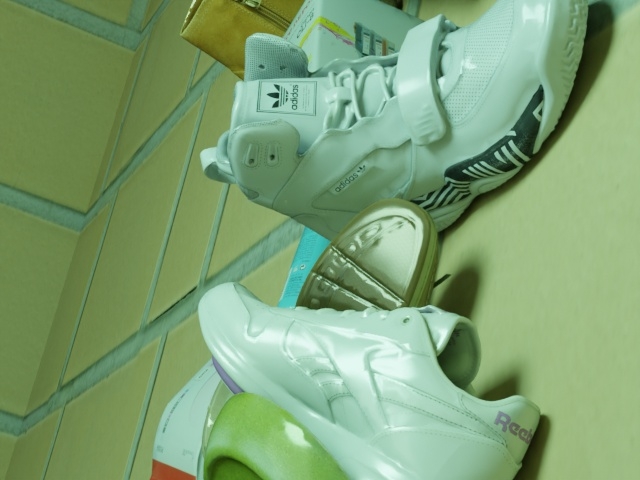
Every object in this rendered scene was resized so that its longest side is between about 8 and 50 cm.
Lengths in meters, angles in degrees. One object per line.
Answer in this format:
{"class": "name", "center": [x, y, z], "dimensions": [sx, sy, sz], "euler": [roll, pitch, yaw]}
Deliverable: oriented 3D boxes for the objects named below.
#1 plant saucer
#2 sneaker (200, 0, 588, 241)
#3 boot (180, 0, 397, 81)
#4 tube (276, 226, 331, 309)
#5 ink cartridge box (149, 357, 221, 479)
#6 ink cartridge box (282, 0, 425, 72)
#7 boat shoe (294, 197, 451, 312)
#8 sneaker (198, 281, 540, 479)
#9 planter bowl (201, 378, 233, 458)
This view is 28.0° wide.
{"class": "plant saucer", "center": [-0.019, 0.224, 0.915], "dimensions": [0.241, 0.037, 0.241], "euler": [42, 146, 36]}
{"class": "sneaker", "center": [0.047, -0.112, 1.056], "dimensions": [0.366, 0.210, 0.137], "euler": [-47, 29, 48]}
{"class": "boot", "center": [-0.061, -0.187, 1.434], "dimensions": [0.104, 0.211, 0.295], "euler": [-117, 47, -66]}
{"class": "tube", "center": [0.000, 0.000, 1.335], "dimensions": [0.080, 0.052, 0.207], "euler": [-37, 32, 50]}
{"class": "ink cartridge box", "center": [-0.143, 0.215, 1.348], "dimensions": [0.232, 0.066, 0.189], "euler": [-42, 11, -19]}
{"class": "ink cartridge box", "center": [0.024, -0.148, 1.293], "dimensions": [0.128, 0.127, 0.176], "euler": [-52, 24, 43]}
{"class": "boat shoe", "center": [0.030, 0.101, 1.050], "dimensions": [0.104, 0.089, 0.285], "euler": [33, 104, 39]}
{"class": "sneaker", "center": [0.032, 0.099, 0.938], "dimensions": [0.305, 0.114, 0.152], "euler": [35, 86, 39]}
{"class": "planter bowl", "center": [-0.042, 0.170, 1.170], "dimensions": [0.162, 0.109, 0.162], "euler": [-54, 23, 37]}
